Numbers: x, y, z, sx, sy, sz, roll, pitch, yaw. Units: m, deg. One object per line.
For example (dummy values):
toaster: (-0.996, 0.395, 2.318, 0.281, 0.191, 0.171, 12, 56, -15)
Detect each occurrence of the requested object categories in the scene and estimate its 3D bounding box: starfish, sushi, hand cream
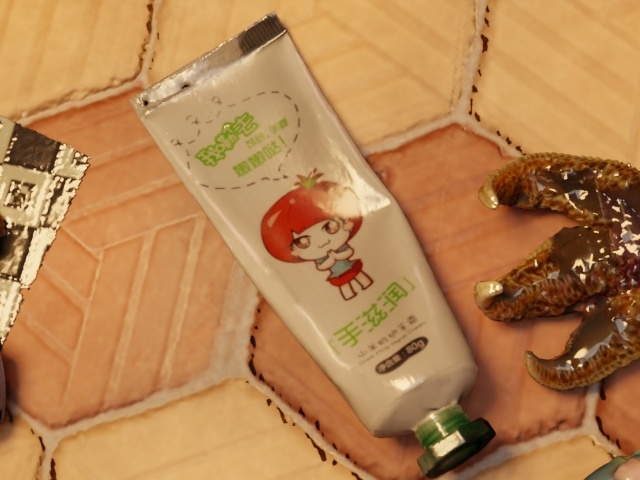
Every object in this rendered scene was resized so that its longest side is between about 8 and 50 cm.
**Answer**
starfish: (0.216, 0.001, 0.751, 0.216, 0.071, 0.238, 45, 95, 9)
sushi: (-0.292, -0.022, 0.827, 0.210, 0.040, 0.193, 21, 80, 11)
hand cream: (0.000, 0.000, 0.782, 0.121, 0.076, 0.336, -32, 68, -3)

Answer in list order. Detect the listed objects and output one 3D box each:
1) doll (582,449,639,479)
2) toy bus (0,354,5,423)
doll: (0.214, 0.141, 0.679, 0.241, 0.135, 0.099, -39, 49, -22)
toy bus: (-0.293, 0.099, 0.771, 0.167, 0.076, 0.073, -3, 98, 7)
